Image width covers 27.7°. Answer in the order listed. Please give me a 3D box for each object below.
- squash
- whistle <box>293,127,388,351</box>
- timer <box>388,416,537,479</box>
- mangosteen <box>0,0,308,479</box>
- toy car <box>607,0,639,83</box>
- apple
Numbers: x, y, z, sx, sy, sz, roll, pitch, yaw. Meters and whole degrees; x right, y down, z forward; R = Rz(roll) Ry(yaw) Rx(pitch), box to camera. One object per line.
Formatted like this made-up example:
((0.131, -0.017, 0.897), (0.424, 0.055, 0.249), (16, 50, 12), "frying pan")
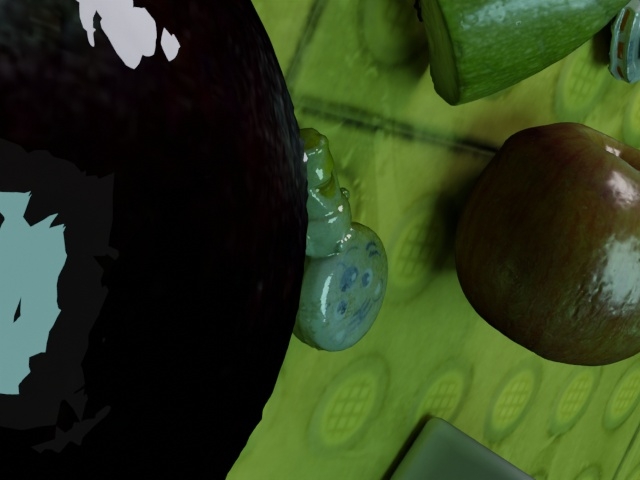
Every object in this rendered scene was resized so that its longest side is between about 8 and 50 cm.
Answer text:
((0.198, -0.201, 0.962), (0.252, 0.093, 0.169), (-23, 145, -4), "squash")
((0.000, 0.000, 0.995), (0.104, 0.057, 0.198), (-49, 139, -34), "whistle")
((0.161, 0.322, 1.308), (0.195, 0.194, 0.192), (-55, 146, -5), "timer")
((-0.185, -0.059, 0.469), (0.382, 0.382, 0.435), (45, 47, -55), "mangosteen")
((0.342, -0.227, 1.255), (0.205, 0.056, 0.095), (-35, 138, -31), "toy car")
((0.225, 0.003, 1.139), (0.211, 0.211, 0.188), (-5, 126, -51), "apple")
